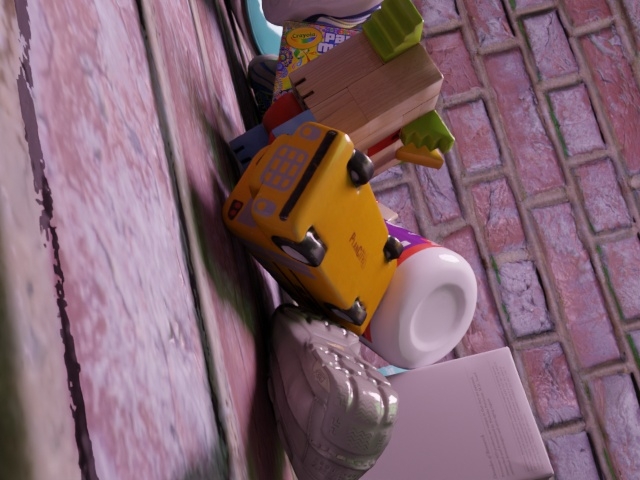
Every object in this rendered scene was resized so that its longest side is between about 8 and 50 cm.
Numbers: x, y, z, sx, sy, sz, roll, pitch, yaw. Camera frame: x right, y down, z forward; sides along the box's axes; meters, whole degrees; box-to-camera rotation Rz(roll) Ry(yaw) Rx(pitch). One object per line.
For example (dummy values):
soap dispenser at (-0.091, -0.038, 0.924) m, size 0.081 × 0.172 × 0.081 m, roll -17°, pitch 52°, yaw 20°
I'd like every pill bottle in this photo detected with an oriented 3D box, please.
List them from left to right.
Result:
pill bottle at (0.071, 0.052, 0.965) m, size 0.323 × 0.182 × 0.181 m, roll 31°, pitch -35°, yaw 49°

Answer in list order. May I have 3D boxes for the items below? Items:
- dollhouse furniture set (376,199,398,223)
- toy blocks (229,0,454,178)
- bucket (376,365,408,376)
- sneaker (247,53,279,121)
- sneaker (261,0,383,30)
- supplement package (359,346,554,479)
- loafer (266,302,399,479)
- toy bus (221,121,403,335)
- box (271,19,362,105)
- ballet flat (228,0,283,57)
dollhouse furniture set at (0.055, 0.010, 1.477) m, size 0.135 × 0.259 × 0.261 m, roll 30°, pitch -35°, yaw 42°
toy blocks at (0.008, -0.130, 0.816) m, size 0.190 × 0.261 × 0.381 m, roll 59°, pitch -1°, yaw 9°
bucket at (0.160, 0.385, 1.207) m, size 0.183 × 0.281 × 0.281 m, roll -108°, pitch -178°, yaw -47°
sneaker at (-0.093, -0.283, 1.312) m, size 0.240 × 0.091 × 0.126 m, roll 73°, pitch 4°, yaw -70°
sneaker at (0.081, -0.409, 1.031) m, size 0.323 × 0.236 × 0.130 m, roll 3°, pitch -85°, yaw 49°
supplement package at (0.145, 0.289, 0.881) m, size 0.177 × 0.293 × 0.175 m, roll 72°, pitch 5°, yaw -61°
loafer at (-0.010, 0.143, 0.628) m, size 0.319 × 0.112 × 0.111 m, roll -132°, pitch -114°, yaw -80°
toy bus at (0.000, 0.000, 0.672) m, size 0.108 × 0.130 × 0.332 m, roll -60°, pitch 154°, yaw -14°
box at (0.008, -0.217, 1.144) m, size 0.290 × 0.177 × 0.278 m, roll -74°, pitch 173°, yaw -87°
ballet flat at (-0.148, -0.542, 1.250) m, size 0.139 × 0.139 × 0.400 m, roll -102°, pitch 176°, yaw -56°
